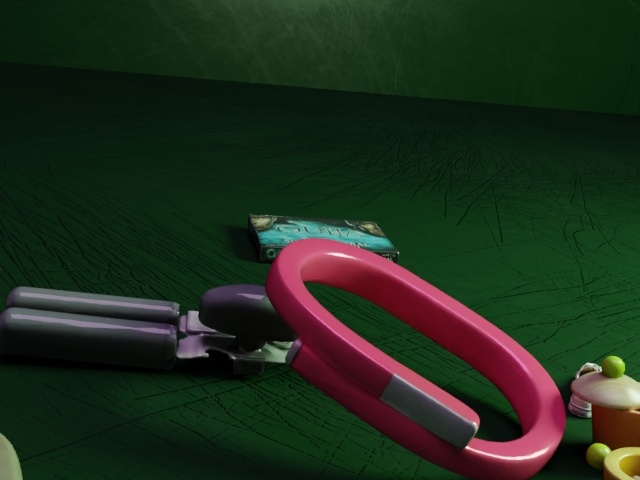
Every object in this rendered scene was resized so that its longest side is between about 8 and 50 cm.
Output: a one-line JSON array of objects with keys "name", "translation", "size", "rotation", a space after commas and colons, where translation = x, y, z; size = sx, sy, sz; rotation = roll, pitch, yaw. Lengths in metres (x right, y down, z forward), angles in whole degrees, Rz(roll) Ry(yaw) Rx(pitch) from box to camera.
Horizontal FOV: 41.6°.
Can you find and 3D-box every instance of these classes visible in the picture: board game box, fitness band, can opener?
[{"name": "board game box", "translation": [0.000, 0.000, 1.147], "size": [0.186, 0.026, 0.126], "rotation": [3, 20, -14]}, {"name": "fitness band", "translation": [0.080, 0.097, 0.739], "size": [0.291, 0.054, 0.209], "rotation": [34, 23, 11]}, {"name": "can opener", "translation": [-0.153, 0.073, 0.787], "size": [0.280, 0.093, 0.074], "rotation": [3, 26, -7]}]

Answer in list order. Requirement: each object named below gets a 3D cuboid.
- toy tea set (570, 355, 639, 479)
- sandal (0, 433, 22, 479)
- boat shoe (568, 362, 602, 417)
[{"name": "toy tea set", "translation": [0.317, 0.159, 0.608], "size": [0.200, 0.124, 0.336], "rotation": [-9, 17, -41]}, {"name": "sandal", "translation": [-0.210, 0.168, 0.472], "size": [0.120, 0.086, 0.303], "rotation": [6, 15, -30]}, {"name": "boat shoe", "translation": [0.271, 0.140, 0.841], "size": [0.035, 0.035, 0.100], "rotation": [17, 21, 25]}]
